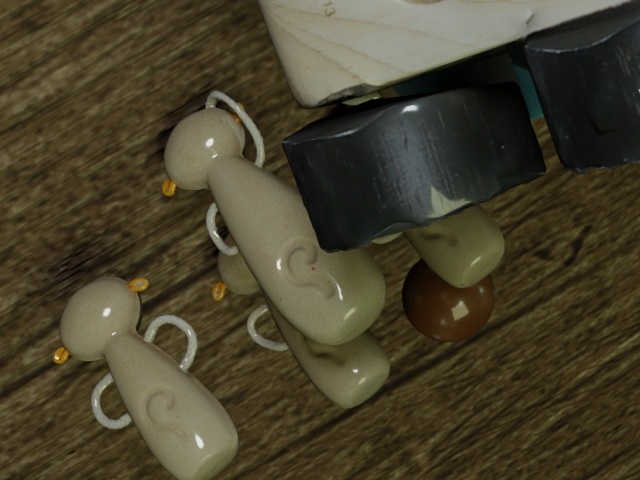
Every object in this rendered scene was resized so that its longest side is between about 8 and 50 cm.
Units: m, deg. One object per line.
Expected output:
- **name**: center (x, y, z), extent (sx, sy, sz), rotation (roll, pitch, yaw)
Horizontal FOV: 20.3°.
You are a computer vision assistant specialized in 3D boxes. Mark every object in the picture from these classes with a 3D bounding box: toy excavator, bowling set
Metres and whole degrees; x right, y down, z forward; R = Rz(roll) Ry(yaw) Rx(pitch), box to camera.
- **toy excavator**: center (0.219, -0.196, 0.774), extent (0.445, 0.433, 0.222), rotation (-27, 98, -43)
- **bowling set**: center (0.000, 0.000, 0.990), extent (0.287, 0.154, 0.200), rotation (-45, 157, 7)
